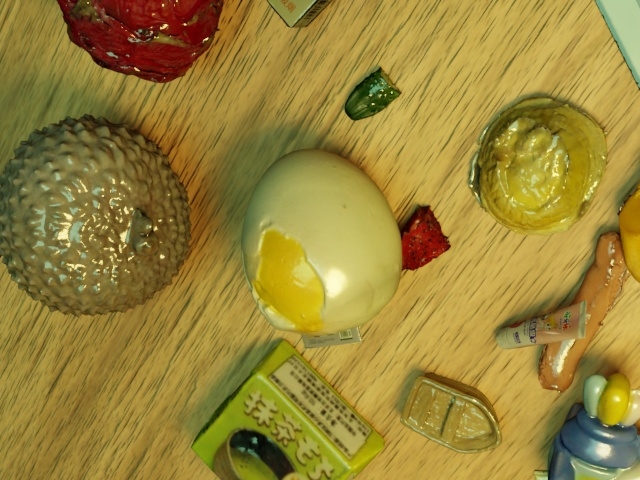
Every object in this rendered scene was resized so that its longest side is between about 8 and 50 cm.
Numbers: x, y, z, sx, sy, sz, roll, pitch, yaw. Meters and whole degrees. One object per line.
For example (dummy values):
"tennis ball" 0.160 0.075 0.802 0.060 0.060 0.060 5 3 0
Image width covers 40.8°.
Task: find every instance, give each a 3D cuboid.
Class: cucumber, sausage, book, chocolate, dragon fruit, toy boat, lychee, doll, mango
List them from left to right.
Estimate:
"lychee" -0.438 -0.050 1.644 0.432 0.380 0.381 19 111 45
"dragon fruit" -0.319 -0.446 1.533 0.329 0.329 0.330 5 104 21
"chocolate" -0.076 0.408 1.719 0.301 0.137 0.289 44 114 7
"book" 0.005 0.121 1.686 0.127 0.014 0.182 -11 98 24
"cucumber" 0.086 -0.257 1.555 0.107 0.035 0.067 -38 88 27
"dragon fruit" 0.163 0.008 1.568 0.131 0.063 0.097 -36 87 25
"toy boat" 0.255 0.326 1.607 0.188 0.061 0.116 23 108 16
"sausage" 0.451 0.126 1.473 0.078 0.078 0.305 27 108 15
"doll" 0.520 0.401 1.467 0.365 0.187 0.376 41 102 -3
"mango" 0.561 -0.033 1.360 0.153 0.126 0.252 5 112 -11

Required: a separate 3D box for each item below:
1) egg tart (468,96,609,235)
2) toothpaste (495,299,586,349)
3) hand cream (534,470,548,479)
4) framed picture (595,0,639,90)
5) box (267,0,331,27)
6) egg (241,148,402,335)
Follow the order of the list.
"egg tart" 0.362 -0.119 1.446 0.252 0.098 0.232 -38 83 29
"toothpaste" 0.382 0.154 1.477 0.042 0.067 0.194 24 152 -24
"hand cream" 0.419 0.478 1.599 0.035 0.022 0.102 -3 95 23
"framed picture" 0.591 -0.339 1.342 0.244 0.013 0.324 -27 92 25
"box" 0.003 -0.545 1.494 0.310 0.084 0.198 -41 85 25
"egg" 0.000 0.000 1.511 0.283 0.283 0.345 -19 70 25
